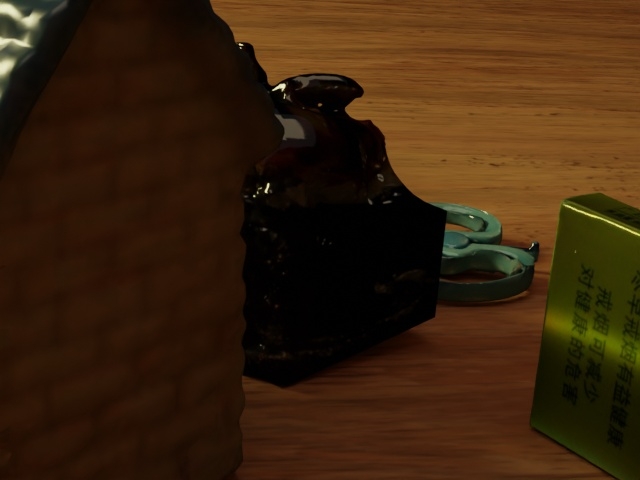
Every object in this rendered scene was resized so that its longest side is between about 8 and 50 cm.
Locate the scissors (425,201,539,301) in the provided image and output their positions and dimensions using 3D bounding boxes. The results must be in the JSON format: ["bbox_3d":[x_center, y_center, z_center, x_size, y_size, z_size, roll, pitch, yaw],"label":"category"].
[{"bbox_3d":[0.000,0.001,1.227,0.392,0.032,0.180,5,22,-2],"label":"scissors"}]

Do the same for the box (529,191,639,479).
[{"bbox_3d":[0.255,0.098,0.824,0.043,0.173,0.311,-11,25,-34],"label":"box"}]

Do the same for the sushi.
[{"bbox_3d":[-0.059,-0.033,1.039,0.215,0.212,0.227,-22,38,-35],"label":"sushi"}]

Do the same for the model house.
[{"bbox_3d":[-0.301,-0.042,0.763,0.395,0.400,0.445,25,29,38],"label":"model house"}]
